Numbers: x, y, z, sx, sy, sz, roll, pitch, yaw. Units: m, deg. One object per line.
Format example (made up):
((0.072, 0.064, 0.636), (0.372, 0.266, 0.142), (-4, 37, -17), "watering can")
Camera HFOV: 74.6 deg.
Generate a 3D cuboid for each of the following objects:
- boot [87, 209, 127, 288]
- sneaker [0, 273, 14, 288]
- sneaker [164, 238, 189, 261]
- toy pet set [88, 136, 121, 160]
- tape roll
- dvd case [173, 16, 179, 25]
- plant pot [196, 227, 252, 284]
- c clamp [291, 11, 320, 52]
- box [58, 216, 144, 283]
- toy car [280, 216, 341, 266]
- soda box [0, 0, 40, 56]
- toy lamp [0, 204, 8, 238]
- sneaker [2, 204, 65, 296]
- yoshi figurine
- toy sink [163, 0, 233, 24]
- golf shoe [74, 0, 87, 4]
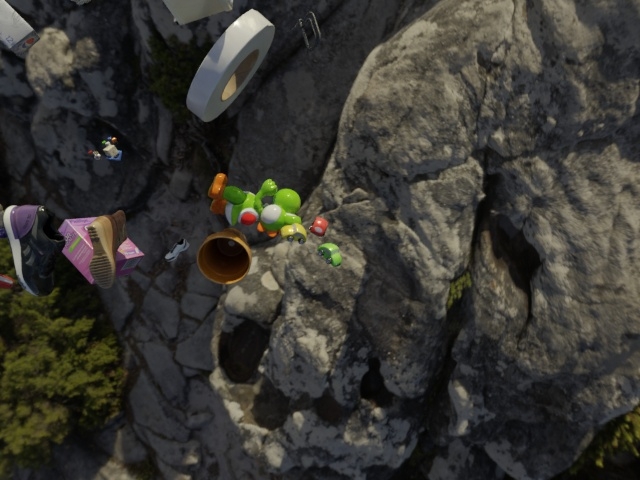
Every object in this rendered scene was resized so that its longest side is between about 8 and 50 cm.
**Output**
((-0.744, 0.026, 1.512), (0.090, 0.207, 0.249), (-1, 105, 3), "boot")
((-1.035, 0.149, 1.228), (0.087, 0.221, 0.128), (-6, 71, 35), "sneaker")
((-0.552, 0.034, 1.598), (0.040, 0.044, 0.109), (29, 62, 27), "sneaker")
((-0.905, -0.381, 1.806), (0.114, 0.122, 0.065), (14, 142, 32), "toy pet set")
((-0.292, -0.565, 1.383), (0.072, 0.392, 0.392), (39, 112, -10), "tape roll")
((-0.426, -0.787, 1.430), (0.164, 0.018, 0.221), (-30, 36, -1), "dvd case")
((-0.370, 0.041, 1.677), (0.205, 0.188, 0.205), (-1, 114, -2), "plant pot")
((-0.048, -0.784, 1.595), (0.137, 0.022, 0.161), (-35, 71, 51), "c clamp")
((-0.881, 0.031, 1.677), (0.243, 0.213, 0.117), (44, 106, 7), "box")
((0.000, 0.000, 1.499), (0.225, 0.239, 0.053), (45, 126, 22), "toy car")
((-0.961, -0.681, 1.193), (0.091, 0.098, 0.286), (-45, 112, -9), "soda box")
((-1.031, -0.143, 1.312), (0.080, 0.080, 0.275), (11, 124, 25), "toy lamp")
((-0.799, 0.037, 1.209), (0.124, 0.107, 0.283), (-3, 115, -4), "sneaker")
((-0.230, -0.148, 1.614), (0.362, 0.203, 0.203), (20, 104, 3), "yoshi figurine")
((-0.327, -0.747, 1.207), (0.234, 0.131, 0.153), (-11, 63, 15), "toy sink")
((-0.522, -0.549, 0.926), (0.086, 0.069, 0.176), (-47, 33, 36), "golf shoe")
